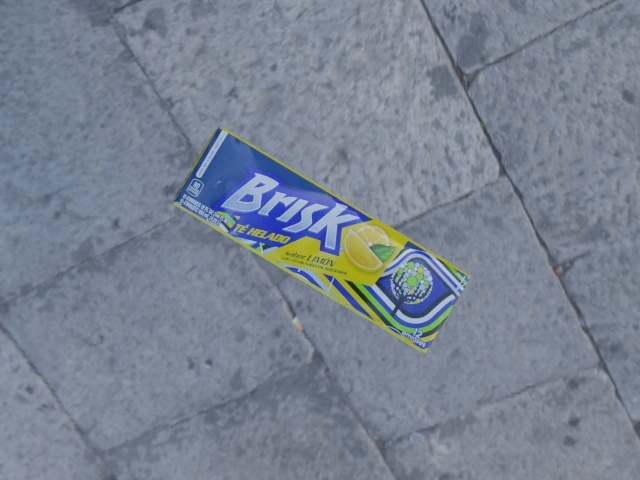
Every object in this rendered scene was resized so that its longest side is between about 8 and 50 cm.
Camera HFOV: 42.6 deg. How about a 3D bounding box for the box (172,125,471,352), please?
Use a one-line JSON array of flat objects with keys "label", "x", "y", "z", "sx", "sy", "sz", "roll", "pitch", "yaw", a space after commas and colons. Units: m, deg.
[{"label": "box", "x": 0.000, "y": 0.000, "z": 0.490, "sx": 0.169, "sy": 0.059, "sz": 0.054, "roll": 30, "pitch": 88, "yaw": -2}]
